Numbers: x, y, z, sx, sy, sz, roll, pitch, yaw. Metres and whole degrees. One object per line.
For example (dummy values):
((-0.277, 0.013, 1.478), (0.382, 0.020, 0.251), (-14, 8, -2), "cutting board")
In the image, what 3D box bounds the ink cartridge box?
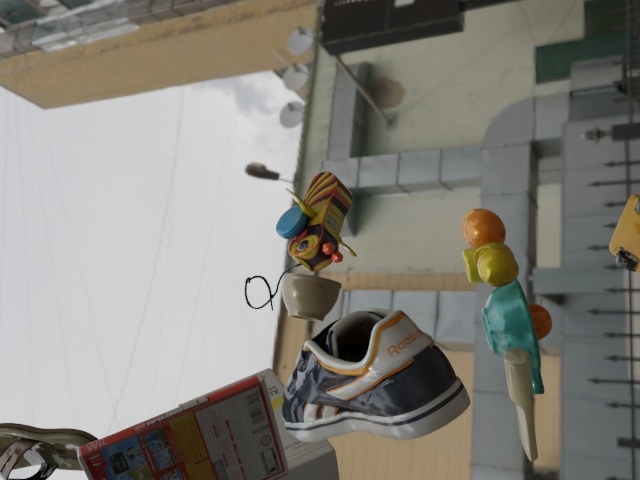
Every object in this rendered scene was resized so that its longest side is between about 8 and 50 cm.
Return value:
((-0.163, 0.517, 1.635), (0.279, 0.384, 0.160), (-18, -62, -22), "ink cartridge box")

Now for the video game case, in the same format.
((-0.200, 0.341, 1.014), (0.285, 0.025, 0.204), (-20, -60, -17), "video game case")

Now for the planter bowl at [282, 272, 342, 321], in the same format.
((-0.030, 0.156, 1.747), (0.162, 0.162, 0.109), (29, -113, -58), "planter bowl")

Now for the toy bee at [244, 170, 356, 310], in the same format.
((0.000, 0.000, 1.237), (0.195, 0.162, 0.298), (20, -104, -40), "toy bee")

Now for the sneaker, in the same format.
((0.034, 0.152, 0.761), (0.126, 0.321, 0.127), (-29, -90, -34), "sneaker")

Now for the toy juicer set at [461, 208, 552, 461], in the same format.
((0.264, 0.097, 0.872), (0.209, 0.089, 0.329), (67, -168, -53), "toy juicer set")

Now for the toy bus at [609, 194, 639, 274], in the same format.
((0.562, 0.045, 0.927), (0.333, 0.130, 0.108), (-115, 32, -61), "toy bus")

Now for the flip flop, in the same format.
((-0.481, 0.369, 1.094), (0.080, 0.277, 0.112), (-72, -29, -46), "flip flop")
